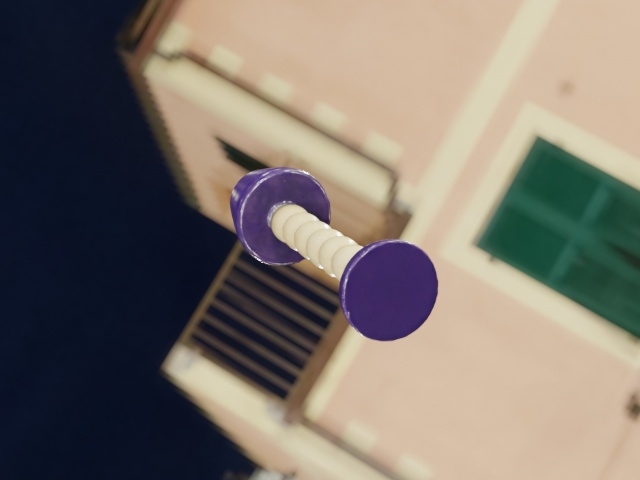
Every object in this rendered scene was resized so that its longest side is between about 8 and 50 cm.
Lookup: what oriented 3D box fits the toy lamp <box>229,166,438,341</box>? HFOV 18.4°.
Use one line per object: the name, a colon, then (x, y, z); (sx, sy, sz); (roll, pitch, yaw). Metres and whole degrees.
toy lamp: (0.000, 0.000, 1.435); (0.080, 0.274, 0.080); (-6, -74, -22)
